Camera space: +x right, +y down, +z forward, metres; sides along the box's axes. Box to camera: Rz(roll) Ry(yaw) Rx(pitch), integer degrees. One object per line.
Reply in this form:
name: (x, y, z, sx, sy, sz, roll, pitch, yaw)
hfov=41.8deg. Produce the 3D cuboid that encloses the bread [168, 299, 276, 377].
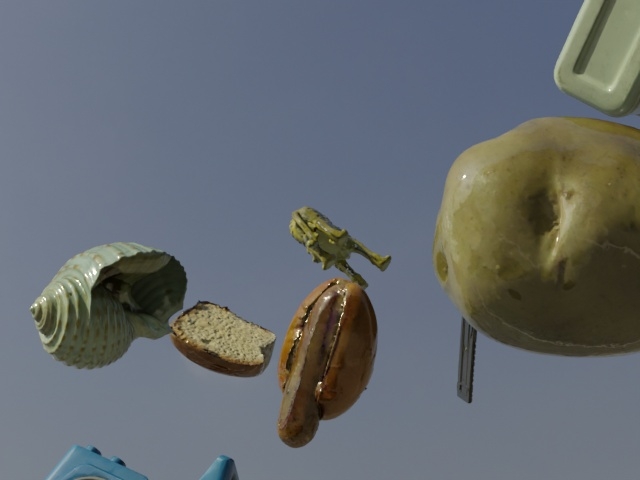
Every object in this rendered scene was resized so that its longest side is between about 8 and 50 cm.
bread: (-0.123, 0.129, 1.059, 0.129, 0.126, 0.044, 21, -67, 10)

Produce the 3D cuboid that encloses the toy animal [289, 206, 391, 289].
toy animal: (0.000, 0.000, 1.150, 0.073, 0.136, 0.181, -56, -37, 3)

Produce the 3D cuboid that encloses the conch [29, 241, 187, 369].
conch: (-0.211, 0.056, 0.823, 0.153, 0.102, 0.135, -20, -39, -61)

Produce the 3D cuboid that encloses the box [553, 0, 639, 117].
box: (0.449, -0.315, 1.143, 0.182, 0.175, 0.311, -20, -42, -46)

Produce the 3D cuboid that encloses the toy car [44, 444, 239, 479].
toy car: (-0.098, 0.195, 0.552, 0.191, 0.100, 0.097, 18, -41, 22)

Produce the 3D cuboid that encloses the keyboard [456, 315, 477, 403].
keyboard: (0.280, 0.203, 1.595, 0.013, 0.204, 0.061, 2, 3, -13)

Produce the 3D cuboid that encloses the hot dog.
hot dog: (0.000, 0.099, 0.691, 0.060, 0.140, 0.090, 16, 7, -42)

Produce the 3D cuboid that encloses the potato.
potato: (0.276, -0.003, 0.861, 0.327, 0.243, 0.221, 2, -35, -4)
